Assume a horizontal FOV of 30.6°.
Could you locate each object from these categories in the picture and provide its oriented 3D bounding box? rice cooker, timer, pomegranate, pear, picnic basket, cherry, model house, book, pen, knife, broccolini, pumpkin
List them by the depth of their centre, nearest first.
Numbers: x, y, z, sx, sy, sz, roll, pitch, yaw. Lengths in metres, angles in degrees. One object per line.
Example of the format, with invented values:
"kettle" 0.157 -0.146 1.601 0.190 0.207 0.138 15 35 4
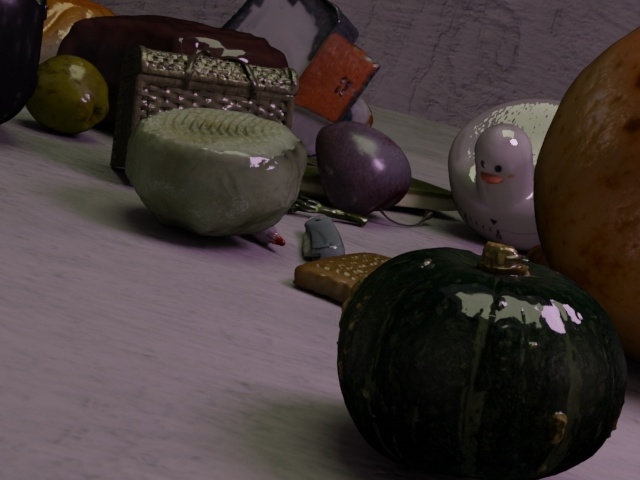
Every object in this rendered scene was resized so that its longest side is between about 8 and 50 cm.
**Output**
"pumpkin" 0.099 0.075 0.733 0.190 0.146 0.190 6 -9 1
"pomegranate" 0.365 -0.029 1.132 0.410 0.410 0.410 14 12 -3
"knife" 0.000 0.000 1.266 0.044 0.023 0.162 -11 13 -2
"pen" -0.095 -0.030 1.294 0.026 0.026 0.218 6 14 -36
"rice cooker" -0.457 -0.265 1.413 0.224 0.267 0.267 4 15 -26
"picnic basket" -0.141 -0.153 1.416 0.196 0.154 0.134 5 2 -18
"broccolini" -0.007 -0.037 1.454 0.140 0.030 0.035 14 -25 -25
"cherry" 0.067 -0.095 1.548 0.148 0.115 0.188 29 22 24
"pear" -0.346 -0.199 1.586 0.131 0.107 0.107 37 22 30
"timer" 0.286 -0.106 1.589 0.233 0.240 0.233 -7 47 7
"book" 0.007 -0.094 1.699 0.352 0.035 0.239 5 13 -36
"model house" -0.022 -0.262 1.980 0.190 0.271 0.301 43 11 37

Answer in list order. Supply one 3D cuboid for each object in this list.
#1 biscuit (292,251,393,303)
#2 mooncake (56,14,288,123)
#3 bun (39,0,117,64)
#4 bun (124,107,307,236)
"biscuit" 0.112 0.060 1.113 0.254 0.029 0.172 19 13 25
"mooncake" -0.223 -0.241 1.722 0.334 0.174 0.326 8 10 -26
"bun" -0.431 -0.335 1.984 0.299 0.165 0.299 13 10 -2
"bun" -0.108 -0.064 1.204 0.195 0.118 0.195 7 16 -2
